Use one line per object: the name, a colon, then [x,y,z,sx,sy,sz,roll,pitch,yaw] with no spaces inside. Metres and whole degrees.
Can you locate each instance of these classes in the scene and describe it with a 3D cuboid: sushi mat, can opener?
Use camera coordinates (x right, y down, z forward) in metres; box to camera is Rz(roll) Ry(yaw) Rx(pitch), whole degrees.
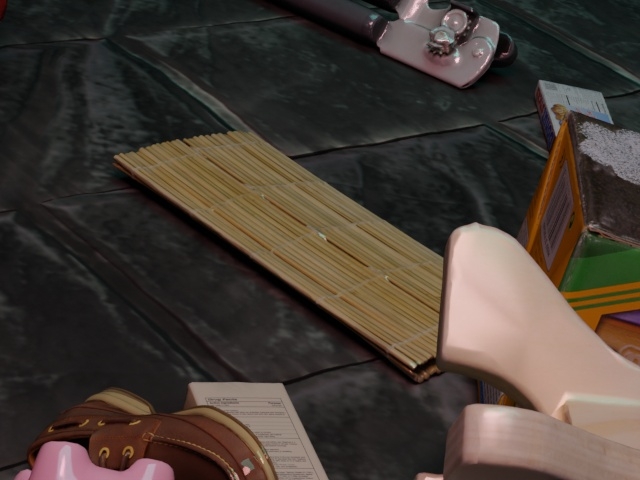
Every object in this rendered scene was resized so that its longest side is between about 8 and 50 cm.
sushi mat: [0.000,0.000,1.157,0.316,0.019,0.151,34,32,34]
can opener: [0.057,-0.223,1.577,0.280,0.074,0.093,27,-5,21]

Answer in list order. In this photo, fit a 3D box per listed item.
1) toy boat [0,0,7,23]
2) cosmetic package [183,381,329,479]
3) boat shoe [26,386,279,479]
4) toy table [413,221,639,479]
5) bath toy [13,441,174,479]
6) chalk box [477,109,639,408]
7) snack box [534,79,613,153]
toy boat: [-0.350,-0.172,1.228,0.231,0.151,0.151,-9,65,-36]
cosmetic package: [-0.036,0.126,0.874,0.060,0.041,0.115,3,29,-20]
boat shoe: [-0.087,0.118,0.807,0.060,0.064,0.178,-22,17,-36]
toy table: [0.130,0.120,0.769,0.161,0.252,0.274,7,61,-1]
bath toy: [-0.128,0.160,0.679,0.348,0.151,0.129,12,61,-11]
chalk box: [0.257,0.070,0.963,0.289,0.179,0.180,18,26,-4]
snack box: [0.237,-0.100,1.458,0.064,0.022,0.178,12,27,-5]
